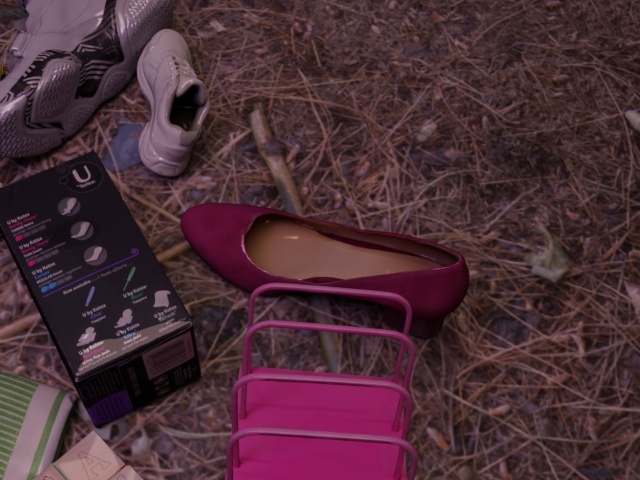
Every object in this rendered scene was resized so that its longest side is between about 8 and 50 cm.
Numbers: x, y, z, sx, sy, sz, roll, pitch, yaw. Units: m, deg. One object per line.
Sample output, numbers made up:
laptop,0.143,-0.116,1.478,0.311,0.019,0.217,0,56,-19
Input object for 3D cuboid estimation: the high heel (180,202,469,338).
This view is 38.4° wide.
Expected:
high heel,0.000,0.000,1.143,0.378,0.181,0.127,17,59,5

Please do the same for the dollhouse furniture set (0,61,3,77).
dollhouse furniture set,-0.539,-0.229,1.326,0.152,0.058,0.076,9,49,-22

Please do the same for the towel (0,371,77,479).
towel,-0.465,0.250,1.042,0.325,0.038,0.247,9,58,2

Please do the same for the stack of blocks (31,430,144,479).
stack of blocks,-0.152,0.324,0.742,0.171,0.087,0.297,-39,70,-25

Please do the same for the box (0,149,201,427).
box,-0.267,0.057,1.096,0.143,0.165,0.270,-26,65,-18

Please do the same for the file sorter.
file sorter,0.002,0.204,0.977,0.202,0.182,0.290,5,41,-2

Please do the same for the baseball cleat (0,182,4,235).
baseball cleat,-0.504,-0.025,1.181,0.206,0.072,0.109,-7,67,-5

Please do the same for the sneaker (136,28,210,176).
sneaker,-0.193,-0.209,1.281,0.090,0.115,0.232,11,59,-35

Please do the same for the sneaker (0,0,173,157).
sneaker,-0.396,-0.273,1.304,0.210,0.137,0.366,32,57,14
